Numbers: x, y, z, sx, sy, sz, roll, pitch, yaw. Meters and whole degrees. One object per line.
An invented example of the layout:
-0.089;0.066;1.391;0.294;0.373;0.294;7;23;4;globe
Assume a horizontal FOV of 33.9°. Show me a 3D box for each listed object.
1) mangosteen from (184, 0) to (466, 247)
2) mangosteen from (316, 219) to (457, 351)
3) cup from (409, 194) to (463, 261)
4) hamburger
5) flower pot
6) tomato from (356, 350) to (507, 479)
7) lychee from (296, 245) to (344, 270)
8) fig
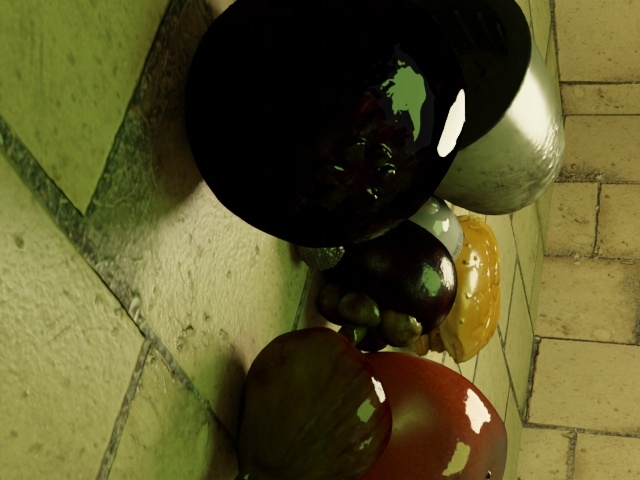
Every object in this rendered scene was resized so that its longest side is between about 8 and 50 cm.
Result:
-0.010;-0.148;1.094;0.297;0.313;0.297;-31;149;-21;mangosteen
0.090;0.075;1.495;0.230;0.194;0.194;-63;150;-29;mangosteen
0.159;-0.042;1.750;0.142;0.134;0.173;45;51;-61;cup
0.248;0.081;1.980;0.319;0.158;0.318;0;90;-71;hamburger
0.230;-0.199;1.614;0.330;0.294;0.293;34;60;-55;flower pot
0.112;0.323;1.446;0.341;0.273;0.341;2;90;-71;tomato
0.000;0.000;1.402;0.067;0.068;0.083;-89;-169;-70;lychee
-0.060;0.229;1.215;0.290;0.191;0.190;-31;133;-17;fig
